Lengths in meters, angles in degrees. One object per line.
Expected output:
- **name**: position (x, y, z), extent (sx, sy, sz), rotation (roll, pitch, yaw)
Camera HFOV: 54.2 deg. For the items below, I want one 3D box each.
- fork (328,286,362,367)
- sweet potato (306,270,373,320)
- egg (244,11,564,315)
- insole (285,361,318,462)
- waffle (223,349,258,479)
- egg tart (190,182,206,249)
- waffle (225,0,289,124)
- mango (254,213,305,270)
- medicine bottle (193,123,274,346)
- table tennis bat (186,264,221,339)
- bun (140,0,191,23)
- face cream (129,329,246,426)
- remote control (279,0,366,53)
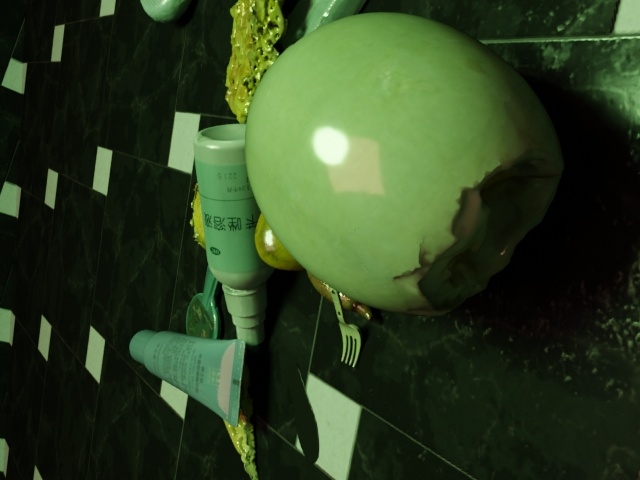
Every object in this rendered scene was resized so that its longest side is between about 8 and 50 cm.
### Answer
- **fork**: position (0.022, 0.076, 0.810), extent (0.034, 0.028, 0.219), rotation (24, 139, 42)
- **sweet potato**: position (0.000, 0.000, 0.892), extent (0.067, 0.059, 0.281), rotation (-23, 68, 6)
- **egg**: position (0.062, -0.090, 0.642), extent (0.336, 0.278, 0.278), rotation (46, 122, 36)
- **insole**: position (-0.028, 0.260, 0.951), extent (0.053, 0.002, 0.153), rotation (-42, 56, 42)
- **waffle**: position (-0.120, 0.292, 1.049), extent (0.125, 0.032, 0.191), rotation (-57, 49, 29)
- **egg tart**: position (-0.165, -0.052, 1.088), extent (0.212, 0.090, 0.213), rotation (-10, 78, 55)
- **waffle**: position (-0.103, -0.346, 0.994), extent (0.312, 0.060, 0.307), rotation (127, 143, -61)
- **mango**: position (-0.010, -0.040, 0.822), extent (0.137, 0.195, 0.098), rotation (43, 160, 8)
- **medicine bottle**: position (-0.121, 0.005, 0.961), extent (0.110, 0.110, 0.352), rotation (30, 130, 49)
- **table tennis bat**: position (-0.213, 0.131, 1.177), extent (0.124, 0.033, 0.201), rotation (41, 123, 44)
- **bun**: position (-0.314, -0.526, 1.320), extent (0.141, 0.083, 0.141), rotation (-8, 78, 42)
- **face cream**: position (-0.242, 0.221, 1.132), extent (0.385, 0.086, 0.136), rotation (2, 86, 52)
- **remote control**: position (0.017, -0.357, 0.908), extent (0.247, 0.052, 0.104), rotation (-52, 50, 32)
